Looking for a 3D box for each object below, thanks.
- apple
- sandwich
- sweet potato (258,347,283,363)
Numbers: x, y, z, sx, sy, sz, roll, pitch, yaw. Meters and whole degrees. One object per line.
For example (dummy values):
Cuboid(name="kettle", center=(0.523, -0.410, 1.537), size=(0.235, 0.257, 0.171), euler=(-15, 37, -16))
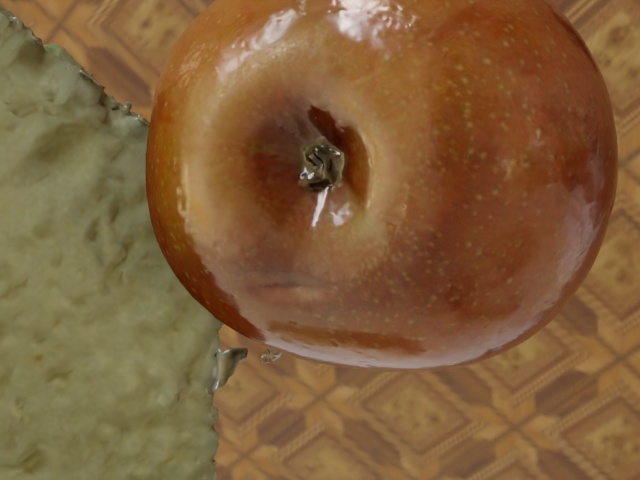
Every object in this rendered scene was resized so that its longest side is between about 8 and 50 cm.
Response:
Cuboid(name="apple", center=(0.022, -0.034, 0.576), size=(0.201, 0.162, 0.201), euler=(5, 100, 28))
Cuboid(name="sandwich", center=(-0.185, 0.029, 0.652), size=(0.325, 0.262, 0.131), euler=(39, 171, -27))
Cuboid(name="sweet potato", center=(-0.036, 0.047, 1.357), size=(0.050, 0.050, 0.214), euler=(16, 122, 13))
